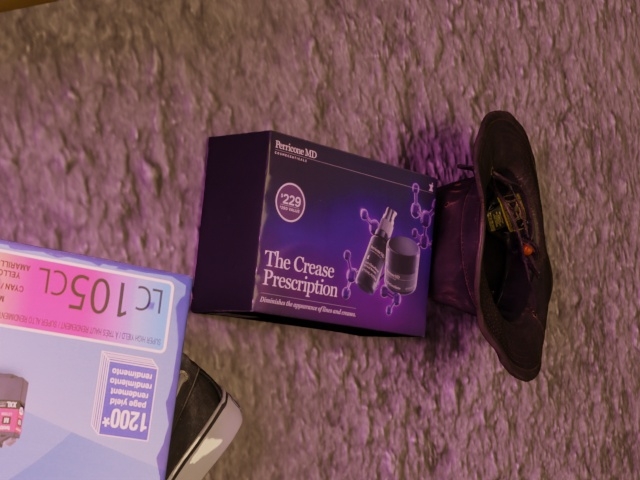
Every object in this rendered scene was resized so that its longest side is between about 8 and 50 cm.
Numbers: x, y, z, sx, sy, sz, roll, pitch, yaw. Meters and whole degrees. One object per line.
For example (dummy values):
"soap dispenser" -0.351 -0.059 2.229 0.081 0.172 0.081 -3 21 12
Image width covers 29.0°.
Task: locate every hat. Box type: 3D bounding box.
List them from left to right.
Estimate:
"hat" 0.176 0.008 1.460 0.331 0.134 0.331 -6 90 -67

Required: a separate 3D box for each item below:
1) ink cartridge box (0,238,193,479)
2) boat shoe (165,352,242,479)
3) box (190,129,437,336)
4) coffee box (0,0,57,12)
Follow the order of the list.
"ink cartridge box" -0.266 0.202 0.939 0.270 0.151 0.395 12 78 -24
"boat shoe" -0.190 0.231 1.108 0.105 0.113 0.306 50 63 -22
"box" 0.000 0.000 1.314 0.261 0.103 0.184 11 78 -44
"coffee box" -0.331 -0.302 0.704 0.335 0.337 0.338 -12 90 -2
